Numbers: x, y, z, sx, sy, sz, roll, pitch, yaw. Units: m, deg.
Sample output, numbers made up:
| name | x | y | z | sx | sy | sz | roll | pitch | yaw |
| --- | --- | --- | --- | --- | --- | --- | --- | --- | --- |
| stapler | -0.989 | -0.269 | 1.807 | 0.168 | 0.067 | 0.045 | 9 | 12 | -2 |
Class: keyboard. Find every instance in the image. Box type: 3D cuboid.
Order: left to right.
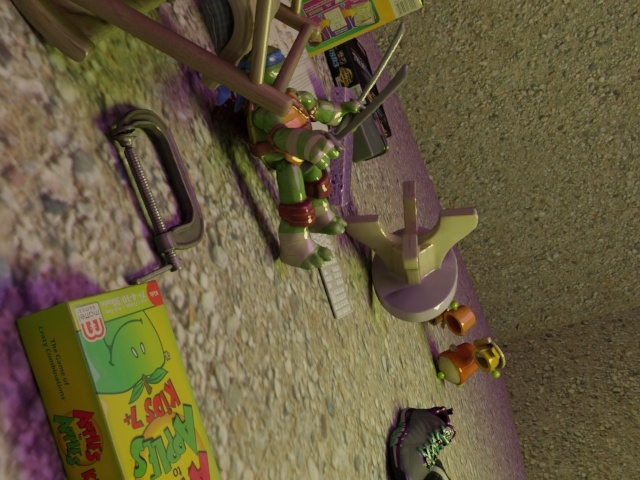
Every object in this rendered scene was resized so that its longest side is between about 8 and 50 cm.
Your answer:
| name | x | y | z | sx | sy | sz | roll | pitch | yaw |
| --- | --- | --- | --- | --- | --- | --- | --- | --- | --- |
| keyboard | 0.000 | 0.000 | 0.913 | 0.256 | 0.014 | 0.072 | 72 | 18 | 3 |

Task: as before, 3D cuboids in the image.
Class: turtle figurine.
| name | x | y | z | sx | sy | sz | roll | pitch | yaw |
| --- | --- | --- | --- | --- | --- | --- | --- | --- | --- |
| turtle figurine | 0.017 | -0.109 | 0.702 | 0.198 | 0.274 | 0.266 | -120 | -159 | -56 |

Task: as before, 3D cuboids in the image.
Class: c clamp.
| name | x | y | z | sx | sy | sz | roll | pitch | yaw |
| --- | --- | --- | --- | --- | --- | --- | --- | --- | --- |
| c clamp | -0.148 | -0.048 | 0.512 | 0.137 | 0.022 | 0.161 | -19 | 91 | -72 |

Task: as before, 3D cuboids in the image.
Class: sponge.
| name | x | y | z | sx | sy | sz | roll | pitch | yaw |
| --- | --- | --- | --- | --- | --- | --- | --- | --- | --- |
| sponge | 0.039 | -0.171 | 1.032 | 0.117 | 0.031 | 0.210 | -44 | 137 | -76 |

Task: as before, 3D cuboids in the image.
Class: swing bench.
| name | x | y | z | sx | sy | sz | roll | pitch | yaw |
| --- | --- | --- | --- | --- | --- | --- | --- | --- | --- |
| swing bench | -0.122 | -0.259 | 0.514 | 0.253 | 0.254 | 0.165 | -79 | -178 | -55 |

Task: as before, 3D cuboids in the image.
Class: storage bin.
| name | x | y | z | sx | sy | sz | roll | pitch | yaw |
| --- | --- | --- | --- | --- | --- | --- | --- | --- | --- |
| storage bin | 0.106 | -0.257 | 1.372 | 0.135 | 0.098 | 0.091 | 67 | 29 | -13 |

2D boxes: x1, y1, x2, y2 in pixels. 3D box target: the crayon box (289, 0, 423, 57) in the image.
| name | x | y | z | sx | sy | sz | roll | pitch | yaw |
| --- | --- | --- | --- | --- | --- | --- | --- | --- | --- |
| crayon box | 0.046 | -0.498 | 1.121 | 0.081 | 0.278 | 0.165 | -90 | 154 | -43 |

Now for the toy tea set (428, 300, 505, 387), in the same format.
| name | x | y | z | sx | sy | sz | roll | pitch | yaw |
| --- | --- | --- | --- | --- | --- | --- | --- | --- | --- |
| toy tea set | 0.321 | 0.236 | 1.470 | 0.336 | 0.124 | 0.200 | 57 | -21 | 16 |

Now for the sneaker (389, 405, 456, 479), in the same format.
| name | x | y | z | sx | sy | sz | roll | pitch | yaw |
| --- | --- | --- | --- | --- | --- | --- | --- | --- | --- |
| sneaker | 0.179 | 0.343 | 0.953 | 0.224 | 0.098 | 0.083 | -47 | 117 | -70 |

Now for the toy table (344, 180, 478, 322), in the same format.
| name | x | y | z | sx | sy | sz | roll | pitch | yaw |
| --- | --- | --- | --- | --- | --- | --- | --- | --- | --- |
| toy table | 0.181 | 0.011 | 1.120 | 0.274 | 0.252 | 0.161 | -99 | 178 | -53 |

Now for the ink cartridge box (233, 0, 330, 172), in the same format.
| name | x | y | z | sx | sy | sz | roll | pitch | yaw |
| --- | --- | --- | --- | --- | --- | --- | --- | --- | --- |
| ink cartridge box | -0.069 | -0.275 | 0.901 | 0.296 | 0.066 | 0.261 | -66 | 134 | -66 |

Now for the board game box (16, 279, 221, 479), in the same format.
| name | x | y | z | sx | sy | sz | roll | pitch | yaw |
| --- | --- | --- | --- | --- | --- | --- | --- | --- | --- |
| board game box | -0.124 | 0.124 | 0.374 | 0.092 | 0.043 | 0.181 | -15 | 86 | -72 |

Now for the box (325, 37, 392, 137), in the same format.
| name | x | y | z | sx | sy | sz | roll | pitch | yaw |
| --- | --- | --- | --- | --- | --- | --- | --- | --- | --- |
| box | 0.102 | -0.446 | 1.575 | 0.295 | 0.073 | 0.294 | 8 | 65 | -71 |

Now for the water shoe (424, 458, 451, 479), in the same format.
| name | x | y | z | sx | sy | sz | roll | pitch | yaw |
| --- | --- | --- | --- | --- | --- | --- | --- | --- | --- |
| water shoe | 0.237 | 0.493 | 1.015 | 0.080 | 0.072 | 0.203 | -25 | 96 | -74 |
